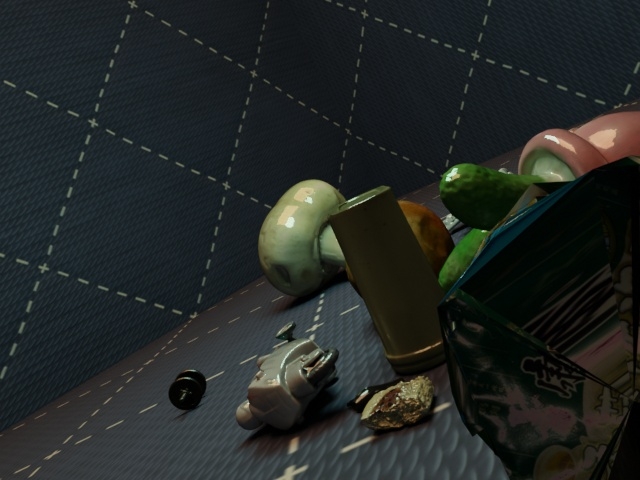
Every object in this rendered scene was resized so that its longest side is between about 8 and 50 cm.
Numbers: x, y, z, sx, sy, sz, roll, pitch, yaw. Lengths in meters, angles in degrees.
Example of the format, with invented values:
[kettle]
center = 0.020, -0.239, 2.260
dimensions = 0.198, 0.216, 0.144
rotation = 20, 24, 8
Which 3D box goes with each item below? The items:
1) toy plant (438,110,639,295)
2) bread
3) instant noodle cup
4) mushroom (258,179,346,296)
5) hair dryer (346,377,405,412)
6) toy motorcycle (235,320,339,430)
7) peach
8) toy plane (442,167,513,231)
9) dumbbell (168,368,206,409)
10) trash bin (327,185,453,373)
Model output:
[toy plant]
center = 0.350, -0.038, 0.930
dimensions = 0.356, 0.210, 0.317
rotation = -27, -34, -8
[bread]
center = 0.092, 0.191, 0.726
dimensions = 0.083, 0.035, 0.070
rotation = -28, 3, 25
[instant noodle cup]
center = 0.200, 0.059, 0.439
dimensions = 0.240, 0.240, 0.178
rotation = -26, 3, 9
[mushroom]
center = -0.025, -0.015, 1.851
dimensions = 0.353, 0.325, 0.353
rotation = -22, -2, -1
[hair dryer]
center = 0.064, 0.206, 0.812
dimensions = 0.079, 0.031, 0.083
rotation = -17, -9, -30
[toy motorcycle]
center = -0.060, 0.216, 0.931
dimensions = 0.171, 0.110, 0.260
rotation = -41, 4, -18
[peach]
center = 0.139, 0.043, 1.161
dimensions = 0.214, 0.214, 0.235
rotation = -24, 17, 34
[toy plane]
center = 0.421, -0.101, 1.659
dimensions = 0.245, 0.117, 0.244
rotation = -42, -6, -5
[dumbbell]
center = -0.272, 0.306, 1.268
dimensions = 0.069, 0.069, 0.147
rotation = -27, 4, 0
[trash bin]
center = 0.108, 0.047, 0.934
dimensions = 0.121, 0.247, 0.243
rotation = -25, 4, 4
